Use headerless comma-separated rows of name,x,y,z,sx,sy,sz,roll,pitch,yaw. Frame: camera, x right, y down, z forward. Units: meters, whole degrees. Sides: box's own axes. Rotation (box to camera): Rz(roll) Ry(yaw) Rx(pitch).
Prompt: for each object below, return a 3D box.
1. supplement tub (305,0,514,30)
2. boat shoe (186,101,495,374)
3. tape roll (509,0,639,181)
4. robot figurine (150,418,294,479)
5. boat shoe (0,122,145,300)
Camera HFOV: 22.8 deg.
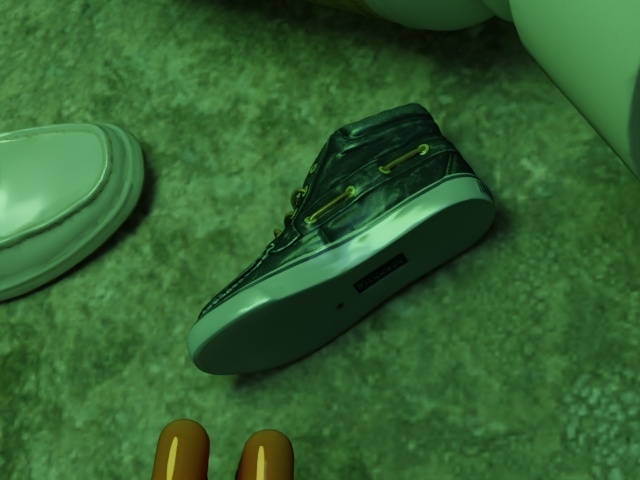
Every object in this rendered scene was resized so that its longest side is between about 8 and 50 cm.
supplement tub,0.015,-0.244,0.882,0.316,0.228,0.228,18,73,29
boat shoe,0.000,0.000,0.869,0.183,0.065,0.083,-30,54,0
tape roll,0.227,-0.147,0.710,0.286,0.286,0.100,-36,56,3
robot figurine,-0.055,0.199,0.751,0.128,0.158,0.219,-18,56,41
boat shoe,-0.243,-0.014,0.956,0.277,0.096,0.098,-19,59,13
